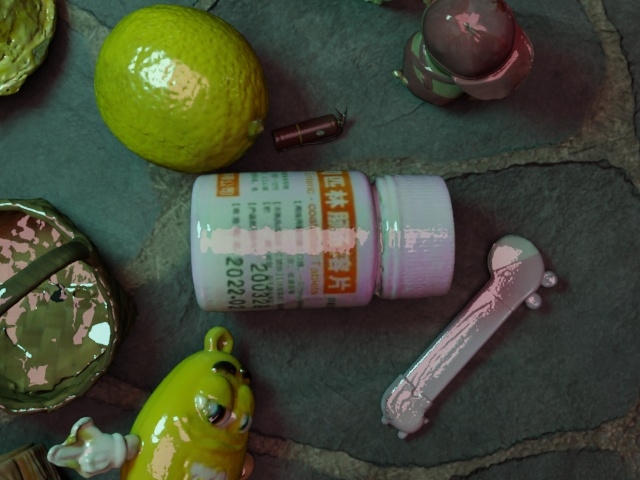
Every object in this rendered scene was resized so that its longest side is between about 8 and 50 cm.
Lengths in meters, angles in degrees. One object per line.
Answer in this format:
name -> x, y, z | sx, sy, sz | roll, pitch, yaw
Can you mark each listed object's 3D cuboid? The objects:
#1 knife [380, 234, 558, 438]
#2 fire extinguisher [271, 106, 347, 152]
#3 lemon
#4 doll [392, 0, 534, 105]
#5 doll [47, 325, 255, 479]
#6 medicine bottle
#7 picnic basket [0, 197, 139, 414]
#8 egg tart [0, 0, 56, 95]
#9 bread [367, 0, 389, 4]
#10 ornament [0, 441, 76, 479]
knife -> 0.241, 0.165, 1.299 | 0.132, 0.038, 0.398 | 41, 89, -1
fire extinguisher -> -0.014, -0.183, 1.277 | 0.132, 0.039, 0.056 | -16, 124, -4
lemon -> -0.210, -0.229, 1.162 | 0.267, 0.267, 0.267 | 0, 91, -4
doll -> 0.223, -0.301, 1.185 | 0.196, 0.256, 0.152 | 26, 84, -4
doll -> -0.238, 0.376, 1.169 | 0.348, 0.161, 0.423 | -18, 108, -44
medicine bottle -> 0.000, 0.000, 1.190 | 0.388, 0.219, 0.219 | -1, 91, -4
picnic basket -> -0.453, 0.099, 1.114 | 0.293, 0.337, 0.337 | -40, 93, -3
egg tart -> -0.583, -0.364, 1.158 | 0.345, 0.132, 0.345 | 2, 78, -11
bread -> 0.012, -0.612, 1.191 | 0.345, 0.242, 0.405 | 20, 93, -7
ornament -> -0.482, 0.447, 1.169 | 0.235, 0.221, 0.218 | -24, 87, 9
